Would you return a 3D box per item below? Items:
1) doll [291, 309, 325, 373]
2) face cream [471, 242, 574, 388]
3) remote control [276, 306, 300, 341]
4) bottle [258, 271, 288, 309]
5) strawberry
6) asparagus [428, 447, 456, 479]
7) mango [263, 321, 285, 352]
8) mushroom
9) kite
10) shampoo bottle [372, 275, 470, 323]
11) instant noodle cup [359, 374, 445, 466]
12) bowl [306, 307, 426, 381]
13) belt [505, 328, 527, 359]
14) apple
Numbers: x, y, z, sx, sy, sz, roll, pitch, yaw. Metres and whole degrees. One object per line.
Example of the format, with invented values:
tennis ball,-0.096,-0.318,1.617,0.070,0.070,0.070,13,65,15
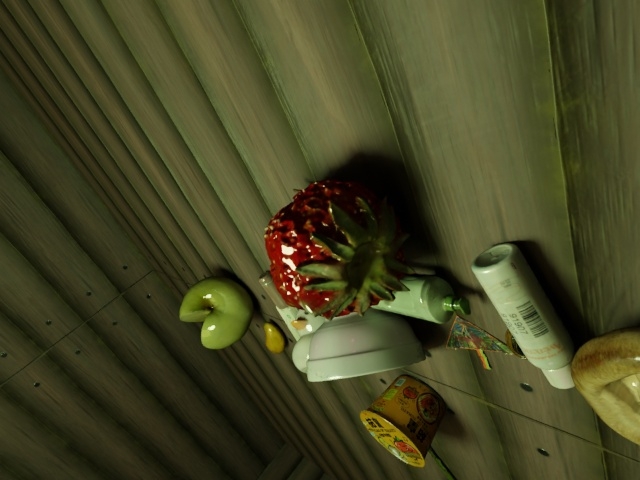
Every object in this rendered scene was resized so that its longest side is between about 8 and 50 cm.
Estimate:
doll,0.016,0.291,1.236,0.251,0.220,0.221,21,162,-29
face cream,0.353,0.132,0.685,0.269,0.082,0.082,55,149,-9
remote control,-0.085,0.323,1.512,0.090,0.049,0.230,1,126,48
bottle,-0.159,0.174,1.423,0.053,0.053,0.140,-3,125,53
strawberry,0.001,-0.002,0.834,0.343,0.292,0.292,30,149,54
asparagus,0.424,0.792,1.457,0.025,0.024,0.248,-32,103,16
mango,-0.194,0.419,1.745,0.098,0.075,0.190,18,134,27
mushroom,0.494,0.220,0.558,0.278,0.146,0.278,31,153,18
kite,0.337,0.226,0.900,0.159,0.010,0.190,53,150,-12
shampoo bottle,0.199,0.116,0.860,0.234,0.087,0.118,5,148,49
instant noodle cup,0.248,0.510,1.189,0.216,0.172,0.215,32,147,24
bowl,0.100,0.246,1.007,0.287,0.287,0.143,142,121,-60
belt,0.381,0.187,0.769,0.059,0.036,0.083,10,134,45
apple,-0.416,0.293,1.668,0.292,0.292,0.254,37,171,17
